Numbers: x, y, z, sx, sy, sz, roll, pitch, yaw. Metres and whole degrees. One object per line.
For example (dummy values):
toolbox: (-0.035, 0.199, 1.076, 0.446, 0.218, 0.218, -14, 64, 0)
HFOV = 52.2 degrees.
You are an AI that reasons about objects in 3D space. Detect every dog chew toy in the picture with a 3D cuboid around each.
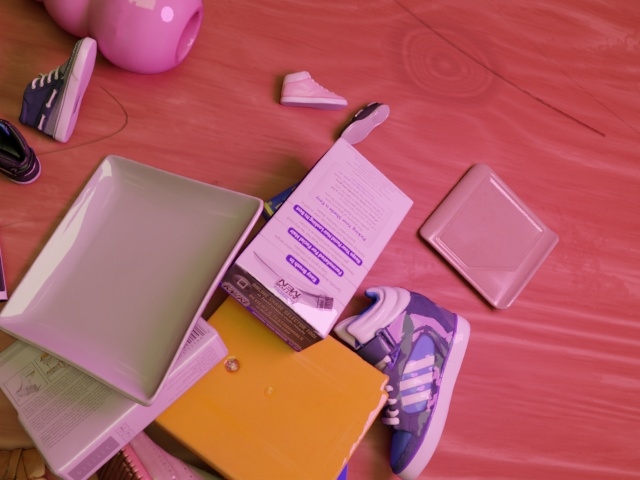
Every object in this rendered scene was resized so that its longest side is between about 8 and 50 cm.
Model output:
dog chew toy: (-0.373, -0.425, 1.114, 0.332, 0.206, 0.206, 26, 73, -3)

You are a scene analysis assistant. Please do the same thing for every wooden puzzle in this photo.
wooden puzzle: (0.347, -0.009, 1.349, 0.239, 0.044, 0.221, 43, 71, -2)

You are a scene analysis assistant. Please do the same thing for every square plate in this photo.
square plate: (-0.299, 0.045, 1.037, 0.344, 0.049, 0.347, 18, 69, 27)

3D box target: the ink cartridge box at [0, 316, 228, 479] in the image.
ink cartridge box: (-0.340, 0.190, 1.038, 0.296, 0.066, 0.261, -40, 52, -20)

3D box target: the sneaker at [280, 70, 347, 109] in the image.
sneaker: (-0.011, -0.295, 1.276, 0.134, 0.051, 0.070, 3, 84, -13)

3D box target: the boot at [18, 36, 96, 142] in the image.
boot: (-0.438, -0.258, 1.080, 0.086, 0.069, 0.190, 23, 113, -11)

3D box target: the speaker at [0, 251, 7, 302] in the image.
speaker: (-0.538, 0.033, 1.044, 0.055, 0.055, 0.136, -8, 82, -19)

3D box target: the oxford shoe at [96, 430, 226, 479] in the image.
oxford shoe: (-0.218, 0.412, 1.028, 0.397, 0.140, 0.147, 48, 41, 14)

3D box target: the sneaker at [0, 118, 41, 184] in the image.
sneaker: (-0.544, -0.186, 1.046, 0.217, 0.121, 0.079, 38, 70, -8)

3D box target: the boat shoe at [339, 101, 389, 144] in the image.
boat shoe: (0.081, -0.235, 1.303, 0.125, 0.038, 0.046, -41, 136, -15)

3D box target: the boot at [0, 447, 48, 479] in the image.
boot: (-0.482, 0.416, 0.984, 0.152, 0.073, 0.197, -7, 85, -23)

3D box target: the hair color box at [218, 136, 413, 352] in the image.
hair color box: (0.000, 0.000, 1.123, 0.185, 0.110, 0.339, 41, 54, -6)

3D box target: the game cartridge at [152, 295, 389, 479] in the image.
game cartridge: (-0.083, 0.256, 1.068, 0.324, 0.052, 0.285, 34, 62, 10)

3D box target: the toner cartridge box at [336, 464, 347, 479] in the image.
toner cartridge box: (-0.045, 0.423, 1.120, 0.165, 0.075, 0.347, 9, 77, -15)

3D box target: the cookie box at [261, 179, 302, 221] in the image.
cookie box: (-0.046, -0.053, 1.226, 0.107, 0.040, 0.091, -34, 91, -20)

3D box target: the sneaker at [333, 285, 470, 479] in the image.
sneaker: (0.116, 0.242, 1.190, 0.236, 0.130, 0.322, 22, 78, -3)
